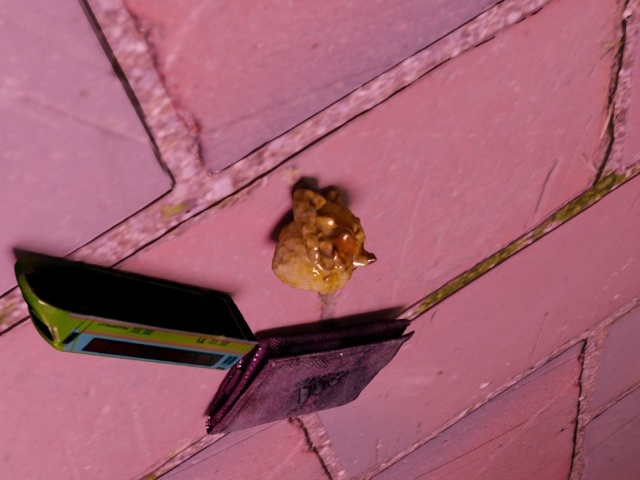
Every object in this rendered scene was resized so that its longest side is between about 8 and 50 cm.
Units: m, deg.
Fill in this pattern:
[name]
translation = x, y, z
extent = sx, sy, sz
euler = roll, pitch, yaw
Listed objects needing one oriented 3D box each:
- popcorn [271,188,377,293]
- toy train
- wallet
[popcorn]
translation = -0.001, 0.003, 0.786
extent = 0.068, 0.059, 0.083
euler = -30, 143, -11
[toy train]
translation = -0.121, 0.050, 0.739
extent = 0.042, 0.044, 0.209
euler = -44, 151, 18
[wallet]
translation = -0.009, 0.109, 0.973
extent = 0.166, 0.030, 0.111
euler = -5, 144, -42
